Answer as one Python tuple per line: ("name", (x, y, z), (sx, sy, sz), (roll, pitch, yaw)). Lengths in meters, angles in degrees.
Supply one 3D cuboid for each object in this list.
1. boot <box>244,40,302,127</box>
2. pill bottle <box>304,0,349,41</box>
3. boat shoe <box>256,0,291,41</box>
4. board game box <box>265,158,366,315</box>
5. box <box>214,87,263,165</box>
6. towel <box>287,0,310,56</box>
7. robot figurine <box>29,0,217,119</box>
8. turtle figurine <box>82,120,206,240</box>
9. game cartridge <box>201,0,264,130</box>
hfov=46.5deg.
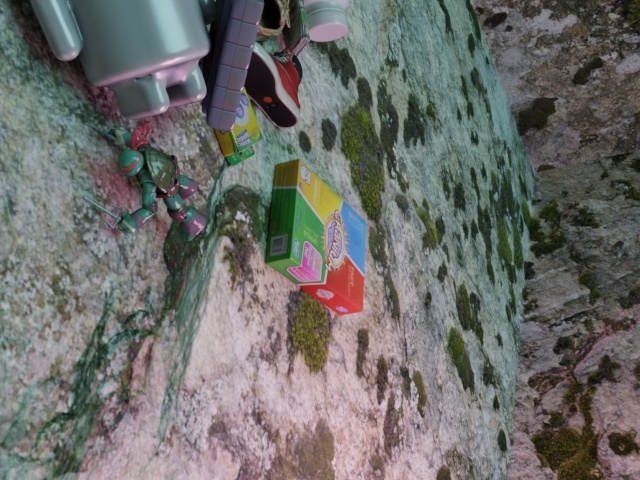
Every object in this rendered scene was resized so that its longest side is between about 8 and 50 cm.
("boot", (-0.109, -0.381, 1.595), (0.244, 0.088, 0.176), (52, 37, -52))
("pill bottle", (0.003, -0.617, 1.830), (0.131, 0.131, 0.229), (8, 73, -60))
("boat shoe", (-0.116, -0.483, 1.609), (0.104, 0.089, 0.285), (64, 31, -22))
("board game box", (0.000, 0.000, 1.666), (0.316, 0.064, 0.242), (39, 48, -50))
("box", (-0.173, -0.244, 1.469), (0.105, 0.043, 0.179), (-44, 119, -57))
("towel", (-0.061, -0.511, 1.727), (0.023, 0.113, 0.152), (-6, 81, -22))
("robot figurine", (-0.291, -0.367, 1.126), (0.300, 0.200, 0.353), (-29, 110, -41))
("turtle figurine", (-0.271, -0.091, 1.170), (0.234, 0.118, 0.175), (38, 48, -58))
("game cartridge", (-0.157, -0.364, 1.286), (0.068, 0.230, 0.355), (14, 32, -17))
